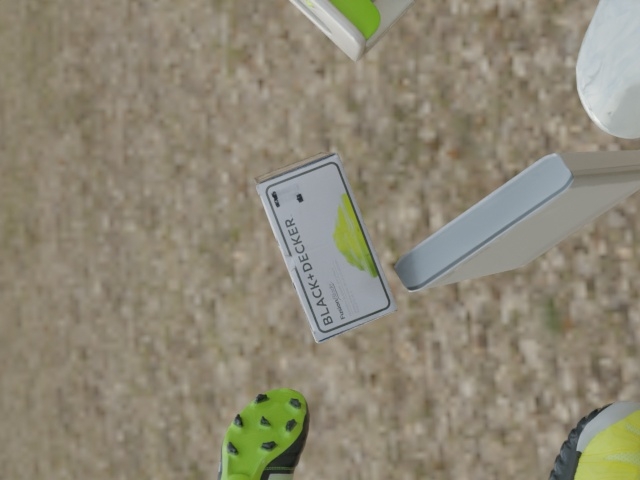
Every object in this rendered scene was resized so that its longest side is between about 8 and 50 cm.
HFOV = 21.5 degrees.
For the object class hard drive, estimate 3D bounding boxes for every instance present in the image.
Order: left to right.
[{"bbox_3d":[0.220,-0.025,1.738,0.203,0.307,0.040,-36,78,24],"label":"hard drive"}]

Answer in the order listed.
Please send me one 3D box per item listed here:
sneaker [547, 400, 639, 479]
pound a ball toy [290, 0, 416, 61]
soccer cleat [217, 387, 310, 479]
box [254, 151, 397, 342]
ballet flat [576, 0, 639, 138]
[{"bbox_3d":[0.260,0.309,1.358,0.147,0.145,0.385,-17,52,39],"label":"sneaker"},{"bbox_3d":[0.023,-0.318,1.571,0.319,0.208,0.136,43,177,1],"label":"pound a ball toy"},{"bbox_3d":[-0.050,0.189,1.277,0.179,0.060,0.072,-69,-20,-43],"label":"soccer cleat"},{"bbox_3d":[0.000,0.000,1.741,0.290,0.087,0.169,-129,18,-87],"label":"box"},{"bbox_3d":[0.357,-0.231,1.280,0.139,0.400,0.139,45,167,13],"label":"ballet flat"}]
